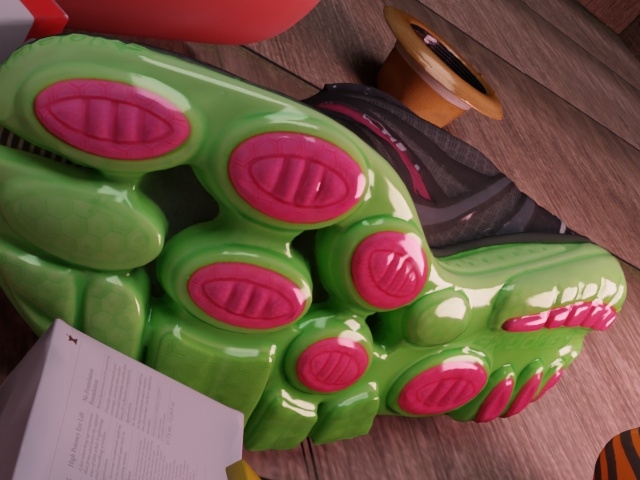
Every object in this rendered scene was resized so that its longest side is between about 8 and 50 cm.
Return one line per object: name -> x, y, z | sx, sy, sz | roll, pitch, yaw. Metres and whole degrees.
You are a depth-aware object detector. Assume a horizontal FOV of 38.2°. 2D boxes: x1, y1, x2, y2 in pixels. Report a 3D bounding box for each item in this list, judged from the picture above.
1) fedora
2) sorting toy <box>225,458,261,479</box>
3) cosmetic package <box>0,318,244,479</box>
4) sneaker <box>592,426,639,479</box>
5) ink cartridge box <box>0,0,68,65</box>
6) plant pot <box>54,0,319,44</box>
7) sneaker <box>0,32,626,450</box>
fedora -> 0.119, -0.177, 1.030 | 0.194, 0.079, 0.194 | 36, 22, -17
sorting toy -> 0.016, 0.213, 0.314 | 0.274, 0.046, 0.132 | 63, 4, 28
cosmetic package -> -0.085, 0.143, 0.317 | 0.099, 0.060, 0.239 | 35, 28, -24
sneaker -> 0.196, 0.218, 0.520 | 0.180, 0.124, 0.321 | 30, 30, -27
ink cartridge box -> -0.199, -0.064, 0.377 | 0.078, 0.134, 0.231 | 46, 28, 6
plant pot -> -0.139, -0.259, 0.628 | 0.275, 0.275, 0.243 | 49, 36, 10
sneaker -> 0.000, 0.000, 0.554 | 0.483, 0.185, 0.202 | 19, 22, -50
